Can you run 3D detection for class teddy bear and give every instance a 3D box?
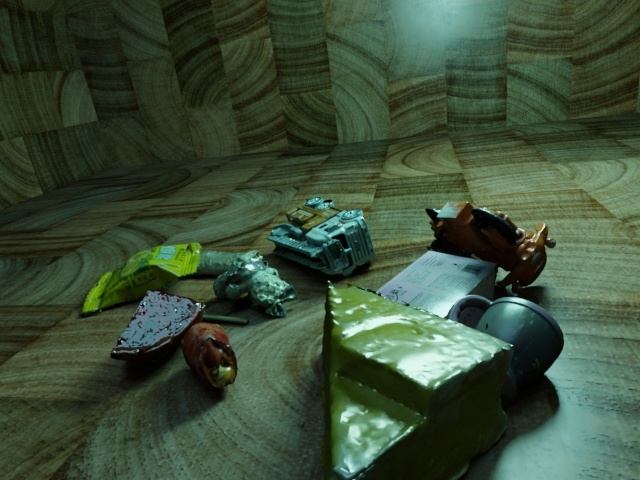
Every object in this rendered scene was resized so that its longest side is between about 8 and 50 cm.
[{"bbox_3d":[-0.144,0.084,0.991,0.133,0.111,0.213,-30,28,-37],"label":"teddy bear"}]

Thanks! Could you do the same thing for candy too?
[{"bbox_3d":[-0.439,0.085,1.120,0.297,0.081,0.187,-18,29,0],"label":"candy"}]

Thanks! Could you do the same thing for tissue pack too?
[{"bbox_3d":[0.201,0.112,0.809,0.148,0.093,0.246,12,29,40],"label":"tissue pack"}]

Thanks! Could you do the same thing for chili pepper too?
[{"bbox_3d":[-0.199,0.187,0.783,0.084,0.086,0.192,12,-1,-27],"label":"chili pepper"}]

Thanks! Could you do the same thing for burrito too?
[{"bbox_3d":[-0.277,0.057,1.189,0.275,0.059,0.082,-2,33,20],"label":"burrito"}]

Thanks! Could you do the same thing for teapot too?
[{"bbox_3d":[0.257,0.148,0.643,0.146,0.148,0.116,-37,3,-34],"label":"teapot"}]

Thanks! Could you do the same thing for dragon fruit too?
[{"bbox_3d":[-0.302,0.185,0.841,0.127,0.121,0.161,17,42,3],"label":"dragon fruit"}]

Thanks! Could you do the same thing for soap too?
[{"bbox_3d":[0.022,0.186,0.590,0.304,0.170,0.338,-12,18,-38],"label":"soap"}]

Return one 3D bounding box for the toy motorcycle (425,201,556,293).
[{"bbox_3d":[0.347,-0.001,0.948,0.148,0.221,0.325,-52,10,-2],"label":"toy motorcycle"}]

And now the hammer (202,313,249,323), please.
[{"bbox_3d":[-0.234,0.164,0.950,0.181,0.017,0.062,2,24,23],"label":"hammer"}]

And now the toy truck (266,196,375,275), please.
[{"bbox_3d":[0.000,0.000,1.137,0.184,0.133,0.338,-28,24,-19],"label":"toy truck"}]
